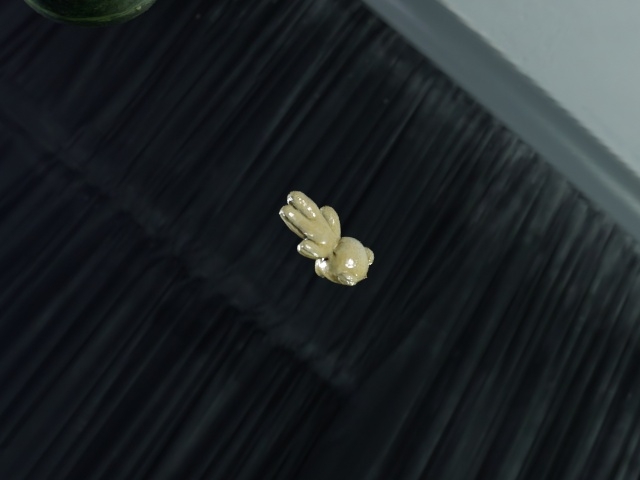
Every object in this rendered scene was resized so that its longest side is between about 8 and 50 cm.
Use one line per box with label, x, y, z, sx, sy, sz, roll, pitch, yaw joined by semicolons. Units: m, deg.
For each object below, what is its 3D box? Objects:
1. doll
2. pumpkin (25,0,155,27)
doll;0.007;-0.003;1.009;0.051;0.061;0.093;-7;125;32
pumpkin;-0.179;-0.248;0.849;0.190;0.146;0.190;52;152;43
